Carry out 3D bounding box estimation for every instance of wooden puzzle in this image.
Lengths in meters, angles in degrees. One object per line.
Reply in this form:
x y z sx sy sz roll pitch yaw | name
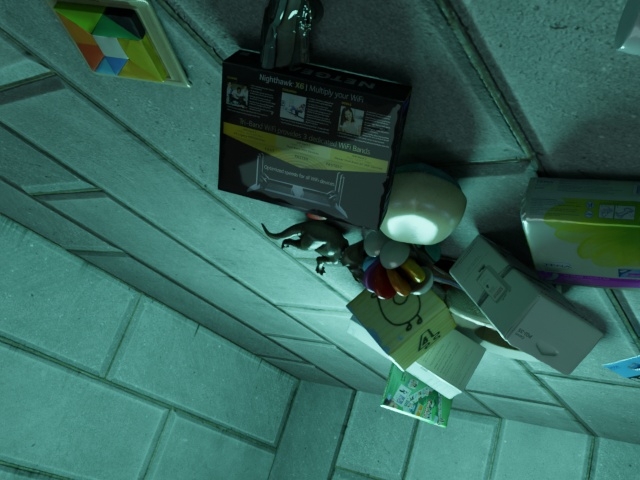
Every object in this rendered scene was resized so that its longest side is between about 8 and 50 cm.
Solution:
-0.367 -0.355 1.153 0.220 0.044 0.239 12 158 17 | wooden puzzle

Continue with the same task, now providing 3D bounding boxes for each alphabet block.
0.218 0.201 1.718 0.192 0.197 0.193 48 179 30 | alphabet block

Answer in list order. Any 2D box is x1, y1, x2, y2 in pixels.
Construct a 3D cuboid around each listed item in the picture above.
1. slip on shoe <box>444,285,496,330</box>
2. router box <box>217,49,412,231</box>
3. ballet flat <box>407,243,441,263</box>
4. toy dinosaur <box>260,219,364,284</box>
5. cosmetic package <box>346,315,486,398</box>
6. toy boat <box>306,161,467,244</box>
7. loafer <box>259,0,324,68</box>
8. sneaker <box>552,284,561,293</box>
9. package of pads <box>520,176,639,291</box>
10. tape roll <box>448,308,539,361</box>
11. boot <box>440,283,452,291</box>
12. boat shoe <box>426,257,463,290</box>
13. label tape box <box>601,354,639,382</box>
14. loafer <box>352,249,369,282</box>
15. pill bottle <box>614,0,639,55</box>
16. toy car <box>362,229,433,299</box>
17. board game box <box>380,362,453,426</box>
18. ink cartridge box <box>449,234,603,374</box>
0.462 0.189 1.589 0.331 0.123 0.101 15 144 30 | slip on shoe
-0.019 -0.170 1.104 0.308 0.081 0.243 15 124 10 | router box
0.220 -0.006 1.486 0.068 0.072 0.213 11 159 31 | ballet flat
0.000 0.000 1.669 0.313 0.121 0.160 35 140 -16 | toy dinosaur
0.278 0.300 1.940 0.384 0.156 0.217 30 164 11 | cosmetic package
0.128 -0.099 1.270 0.318 0.148 0.267 9 163 5 | toy boat
-0.033 -0.327 0.910 0.084 0.096 0.267 2 169 -12 | loafer
0.544 0.143 1.597 0.084 0.058 0.152 6 164 9 | sneaker
0.505 -0.008 1.200 0.229 0.101 0.296 6 155 28 | package of pads
0.552 0.252 1.844 0.391 0.072 0.392 16 158 7 | tape roll
0.388 0.146 1.702 0.157 0.085 0.059 11 159 24 | boot
0.353 0.083 1.600 0.183 0.066 0.066 8 149 15 | boat shoe
0.939 0.314 1.619 0.347 0.115 0.249 21 159 1 | label tape box
0.124 0.084 1.773 0.080 0.078 0.220 18 159 1 | loafer
0.437 -0.226 0.709 0.193 0.108 0.108 17 159 7 | pill bottle
0.164 0.072 1.520 0.159 0.136 0.182 44 178 -30 | toy car
0.337 0.409 2.064 0.213 0.317 0.046 20 161 -1 | board game box
0.432 0.131 1.377 0.207 0.117 0.283 29 -164 -24 | ink cartridge box
